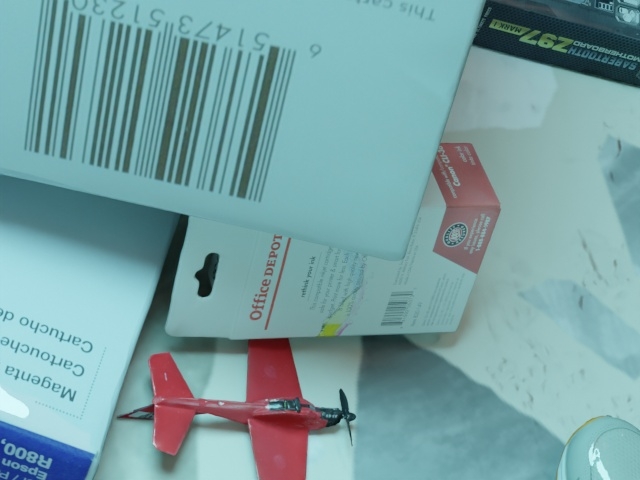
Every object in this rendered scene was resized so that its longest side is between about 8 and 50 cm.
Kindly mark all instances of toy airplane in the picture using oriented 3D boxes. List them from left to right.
[{"bbox_3d":[-0.049,0.104,1.096,0.151,0.028,0.151,9,57,-13],"label":"toy airplane"}]

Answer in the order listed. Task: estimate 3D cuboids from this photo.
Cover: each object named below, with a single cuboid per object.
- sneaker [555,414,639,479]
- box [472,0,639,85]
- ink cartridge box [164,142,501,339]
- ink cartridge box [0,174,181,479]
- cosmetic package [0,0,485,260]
[{"bbox_3d":[0.244,0.211,1.075,0.099,0.121,0.262,-20,69,-28],"label":"sneaker"},{"bbox_3d":[0.182,-0.243,1.358,0.183,0.059,0.233,13,58,-11],"label":"box"},{"bbox_3d":[0.000,0.000,1.114,0.198,0.115,0.067,-1,43,-19],"label":"ink cartridge box"},{"bbox_3d":[-0.266,0.022,1.049,0.324,0.071,0.330,20,55,-7],"label":"ink cartridge box"},{"bbox_3d":[-0.057,-0.258,1.052,0.329,0.327,0.394,11,40,-3],"label":"cosmetic package"}]
